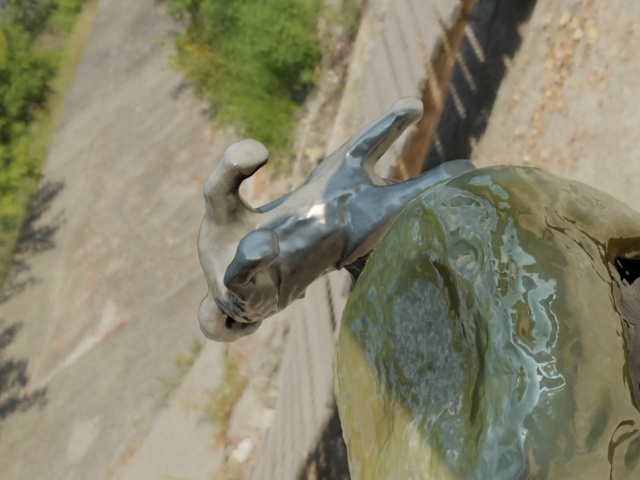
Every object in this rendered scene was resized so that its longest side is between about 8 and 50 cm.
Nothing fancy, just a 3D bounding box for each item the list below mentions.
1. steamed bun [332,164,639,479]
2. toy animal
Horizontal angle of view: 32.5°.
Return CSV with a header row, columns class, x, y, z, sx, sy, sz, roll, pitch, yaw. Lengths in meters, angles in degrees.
class,x,y,z,sx,sy,sz,roll,pitch,yaw
steamed bun,0.104,0.056,0.466,0.172,0.155,0.140,132,138,-58
toy animal,0.000,0.000,1.362,0.194,0.344,0.302,61,154,29
